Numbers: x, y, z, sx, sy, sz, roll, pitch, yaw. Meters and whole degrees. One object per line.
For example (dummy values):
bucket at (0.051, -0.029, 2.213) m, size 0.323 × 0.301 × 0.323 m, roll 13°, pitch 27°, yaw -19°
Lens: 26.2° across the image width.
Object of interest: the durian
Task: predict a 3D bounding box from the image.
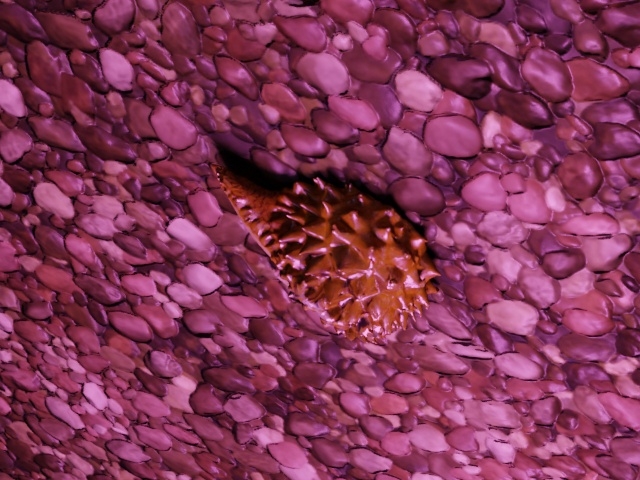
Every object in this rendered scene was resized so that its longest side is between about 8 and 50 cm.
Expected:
durian at (-0.006, 0.011, 1.157) m, size 0.224 × 0.078 × 0.140 m, roll 31°, pitch 140°, yaw -4°
